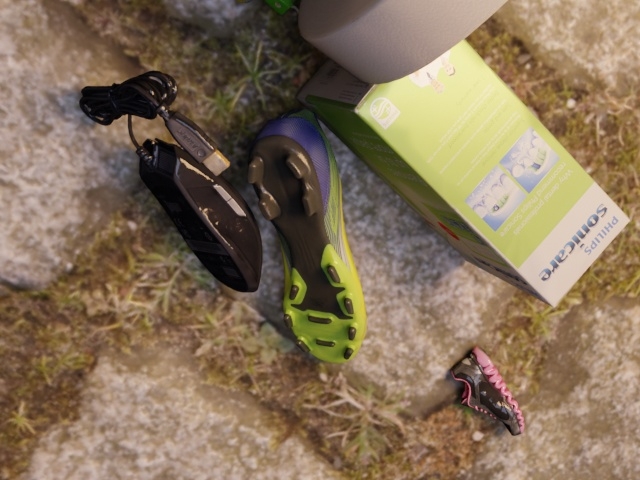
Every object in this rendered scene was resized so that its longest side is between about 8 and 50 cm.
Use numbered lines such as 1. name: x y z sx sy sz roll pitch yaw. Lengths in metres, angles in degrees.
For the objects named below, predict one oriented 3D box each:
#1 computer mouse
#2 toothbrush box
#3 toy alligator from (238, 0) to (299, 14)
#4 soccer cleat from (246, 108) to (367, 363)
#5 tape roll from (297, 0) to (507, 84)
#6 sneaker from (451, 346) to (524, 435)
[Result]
1. computer mouse: -0.110 -0.060 0.952 0.060 0.184 0.262 -45 110 -23
2. toothbrush box: 0.135 -0.086 0.996 0.283 0.206 0.122 41 88 -21
3. toy alligator: -0.057 -0.264 0.986 0.190 0.056 0.051 33 51 -20
4. soccer cleat: 0.001 0.000 1.037 0.093 0.121 0.289 -1 123 22
5. tape roll: 0.124 -0.311 0.847 0.072 0.392 0.392 33 91 -20
6. sneaker: 0.193 0.183 1.161 0.057 0.047 0.119 -32 101 0
